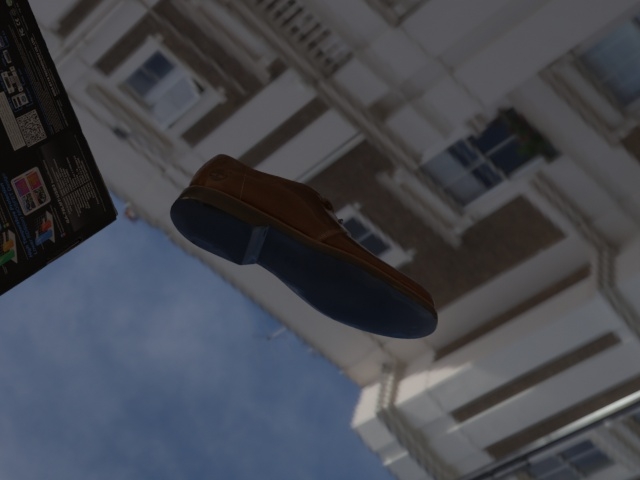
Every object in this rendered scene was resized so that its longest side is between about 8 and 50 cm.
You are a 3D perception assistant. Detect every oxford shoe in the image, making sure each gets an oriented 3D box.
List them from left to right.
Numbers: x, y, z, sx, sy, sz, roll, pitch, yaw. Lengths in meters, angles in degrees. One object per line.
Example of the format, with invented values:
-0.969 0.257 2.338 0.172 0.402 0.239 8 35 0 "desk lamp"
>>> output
0.000 0.000 0.882 0.212 0.076 0.076 31 -129 -5 "oxford shoe"

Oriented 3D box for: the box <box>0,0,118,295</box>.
-0.319 -0.089 0.953 0.293 0.073 0.296 -42 -63 -53 "box"
